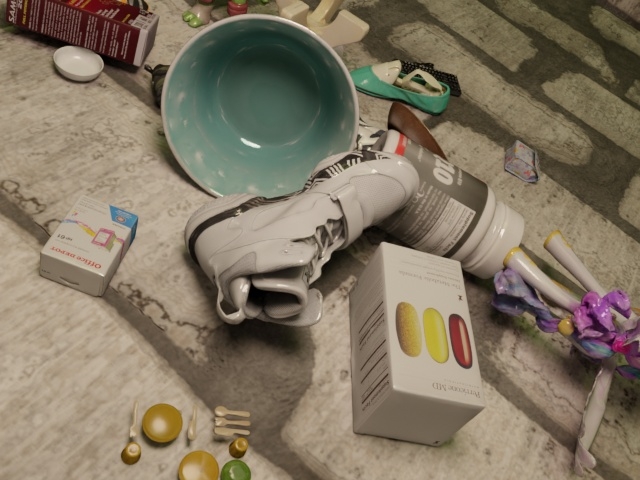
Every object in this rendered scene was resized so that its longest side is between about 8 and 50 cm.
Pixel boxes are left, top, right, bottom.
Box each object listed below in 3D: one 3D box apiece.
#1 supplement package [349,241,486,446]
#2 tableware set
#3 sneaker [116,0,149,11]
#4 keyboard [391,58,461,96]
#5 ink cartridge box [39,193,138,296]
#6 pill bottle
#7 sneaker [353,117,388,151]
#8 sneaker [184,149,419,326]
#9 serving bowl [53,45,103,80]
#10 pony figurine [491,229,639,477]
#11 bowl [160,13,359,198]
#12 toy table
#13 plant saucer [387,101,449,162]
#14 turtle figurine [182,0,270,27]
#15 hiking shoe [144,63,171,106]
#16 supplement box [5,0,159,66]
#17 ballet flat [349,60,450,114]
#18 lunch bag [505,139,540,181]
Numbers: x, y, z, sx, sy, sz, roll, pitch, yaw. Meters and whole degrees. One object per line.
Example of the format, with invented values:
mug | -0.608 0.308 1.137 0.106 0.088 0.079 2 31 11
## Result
supplement package | 0.129 0.147 0.892 0.138 0.134 0.244 14 46 -15
tableware set | -0.157 0.249 0.741 0.154 0.024 0.104 11 50 -19
sneaker | -0.425 -0.524 1.273 0.083 0.084 0.215 -4 55 -46
keyboard | 0.265 -0.418 1.550 0.180 0.023 0.108 10 47 -20
ink cartridge box | -0.318 0.006 0.857 0.088 0.052 0.123 21 46 -8
pill bottle | 0.201 -0.058 1.085 0.283 0.161 0.161 28 44 -9
sneaker | 0.057 -0.166 1.176 0.235 0.094 0.153 46 55 6
sneaker | 0.000 0.000 0.880 0.365 0.137 0.210 -18 41 -10
serving bowl | -0.431 -0.310 1.104 0.083 0.027 0.083 13 46 -14
pony figurine | 0.451 0.147 0.981 0.363 0.303 0.350 41 33 27
bowl | -0.091 -0.224 1.037 0.311 0.312 0.163 21 25 -7
toy table | -0.027 -0.465 1.351 0.252 0.161 0.274 28 45 -1
plant saucer | 0.187 -0.180 1.214 0.036 0.198 0.199 -36 66 0
turtle figurine | -0.198 -0.524 1.241 0.197 0.266 0.275 4 49 -23
hiking shoe | -0.212 -0.314 1.174 0.226 0.086 0.114 -11 60 -32
supplement box | -0.432 -0.410 1.143 0.239 0.073 0.130 15 31 -13
ballet flat | 0.186 -0.365 1.416 0.247 0.087 0.083 15 46 -13
lunch bag | 0.468 -0.178 1.413 0.083 0.053 0.071 32 45 -10
